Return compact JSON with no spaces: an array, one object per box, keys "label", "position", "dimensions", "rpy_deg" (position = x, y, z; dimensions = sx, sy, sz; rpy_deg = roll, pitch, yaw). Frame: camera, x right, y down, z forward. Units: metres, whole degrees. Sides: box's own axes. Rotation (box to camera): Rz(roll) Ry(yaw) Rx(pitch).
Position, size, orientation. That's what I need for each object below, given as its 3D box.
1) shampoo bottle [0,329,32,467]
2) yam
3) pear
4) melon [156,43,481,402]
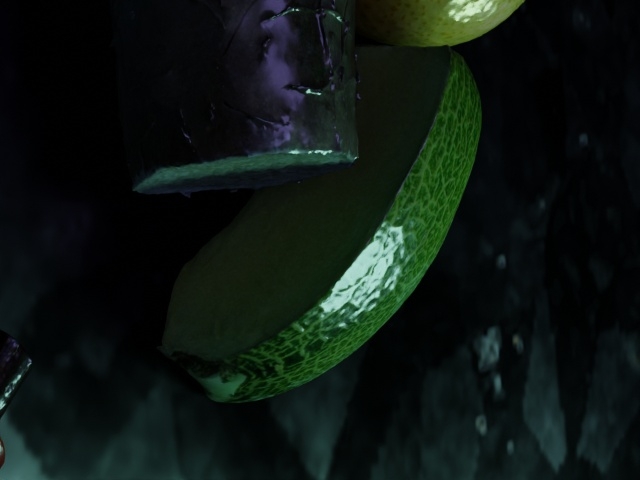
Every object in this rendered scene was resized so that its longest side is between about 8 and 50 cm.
[{"label":"shampoo bottle","position":[-0.302,0.178,1.414],"dimensions":[0.104,0.104,0.278],"rpy_deg":[59,45,-34]},{"label":"yam","position":[-0.071,-0.214,1.633],"dimensions":[0.241,0.241,0.348],"rpy_deg":[7,79,-53]},{"label":"pear","position":[0.088,-0.301,1.853],"dimensions":[0.271,0.271,0.271],"rpy_deg":[4,85,-54]},{"label":"melon","position":[0.000,0.000,1.792],"dimensions":[0.226,0.331,0.343],"rpy_deg":[23,73,-11]}]
